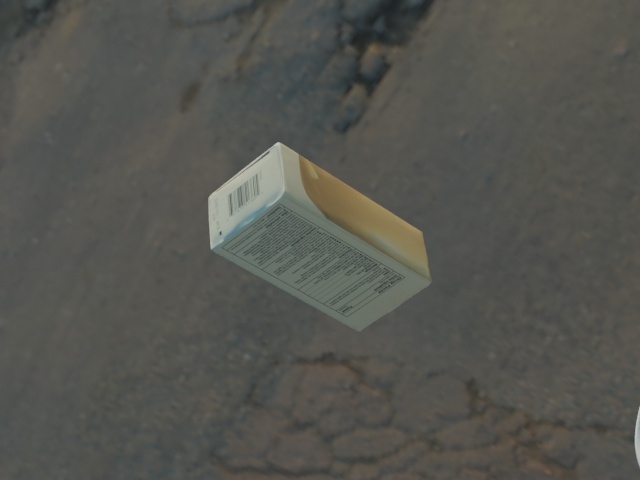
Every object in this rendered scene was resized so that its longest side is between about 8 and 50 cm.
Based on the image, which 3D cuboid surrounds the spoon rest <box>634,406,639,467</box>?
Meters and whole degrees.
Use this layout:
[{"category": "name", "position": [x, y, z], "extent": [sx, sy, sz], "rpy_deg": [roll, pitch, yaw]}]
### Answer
[{"category": "spoon rest", "position": [0.344, 0.123, 1.129], "extent": [0.276, 0.084, 0.137], "rpy_deg": [-10, 57, 40]}]

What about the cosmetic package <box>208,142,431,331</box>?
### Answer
[{"category": "cosmetic package", "position": [0.000, 0.000, 0.867], "extent": [0.060, 0.115, 0.041], "rpy_deg": [-35, 42, 29]}]
